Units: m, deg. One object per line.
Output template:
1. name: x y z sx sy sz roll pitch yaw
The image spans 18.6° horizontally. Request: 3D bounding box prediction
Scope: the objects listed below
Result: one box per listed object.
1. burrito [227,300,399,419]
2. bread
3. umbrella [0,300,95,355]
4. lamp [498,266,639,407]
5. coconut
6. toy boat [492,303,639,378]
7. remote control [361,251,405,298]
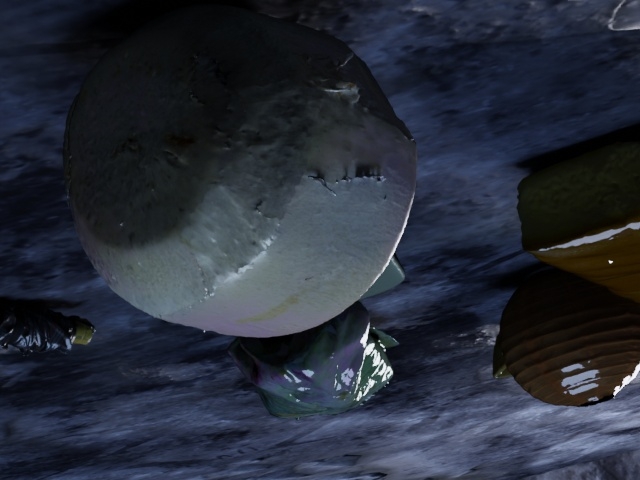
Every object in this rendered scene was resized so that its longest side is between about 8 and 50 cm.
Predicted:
1. burrito: -0.006 0.113 1.751 0.144 0.089 0.229 -17 168 6
2. bread: 0.266 -0.012 1.516 0.138 0.077 0.361 -17 166 20
3. umbrella: -0.227 0.066 1.452 0.040 0.037 0.144 -38 152 30
4. lamp: 0.230 0.088 1.772 0.136 0.136 0.136 -12 166 -3
5. coconut: -0.031 -0.035 0.986 0.171 0.171 0.183 -23 160 35
6. toy boat: 0.244 0.102 1.928 0.068 0.088 0.226 -5 163 -32
7. remote control: 0.001 0.000 1.404 0.090 0.038 0.309 -15 166 6
